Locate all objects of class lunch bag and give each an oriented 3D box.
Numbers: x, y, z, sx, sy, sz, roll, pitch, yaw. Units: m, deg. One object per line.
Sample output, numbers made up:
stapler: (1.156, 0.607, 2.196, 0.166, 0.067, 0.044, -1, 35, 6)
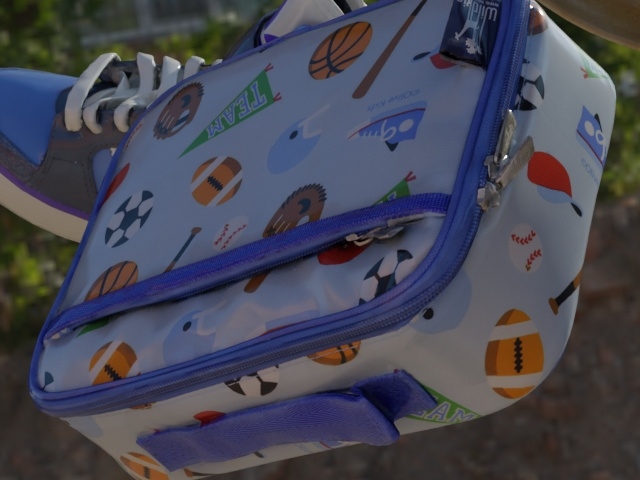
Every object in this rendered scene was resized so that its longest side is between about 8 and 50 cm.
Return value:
lunch bag: (0.000, 0.000, 0.951, 0.303, 0.115, 0.243, -19, 38, 39)

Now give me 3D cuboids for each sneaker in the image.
sneaker: (-0.066, -0.096, 1.207, 0.323, 0.236, 0.130, 24, 39, 3)

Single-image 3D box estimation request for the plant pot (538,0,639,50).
plant pot: (0.141, -0.177, 0.638, 0.236, 0.236, 0.032, -10, 20, -5)
